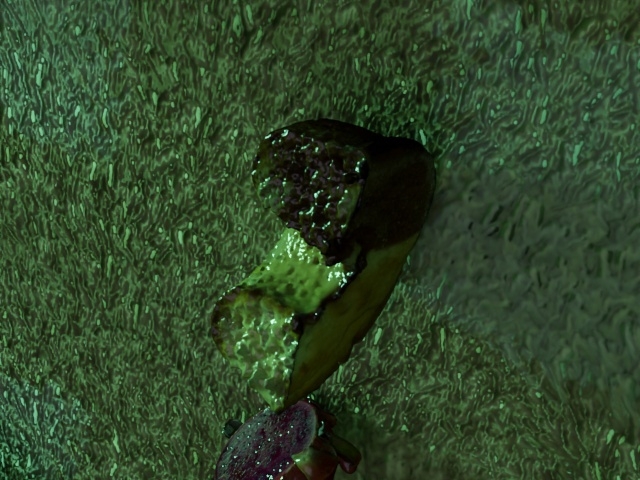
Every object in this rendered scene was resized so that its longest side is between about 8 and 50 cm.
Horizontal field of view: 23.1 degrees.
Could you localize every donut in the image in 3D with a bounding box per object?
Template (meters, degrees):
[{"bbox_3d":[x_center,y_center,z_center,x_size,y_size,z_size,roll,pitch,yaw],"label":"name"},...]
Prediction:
[{"bbox_3d":[0.000,0.002,1.067,0.085,0.141,0.217,32,121,21],"label":"donut"}]

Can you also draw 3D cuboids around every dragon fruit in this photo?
[{"bbox_3d":[-0.026,0.180,1.210,0.126,0.112,0.068,-19,121,36],"label":"dragon fruit"}]
